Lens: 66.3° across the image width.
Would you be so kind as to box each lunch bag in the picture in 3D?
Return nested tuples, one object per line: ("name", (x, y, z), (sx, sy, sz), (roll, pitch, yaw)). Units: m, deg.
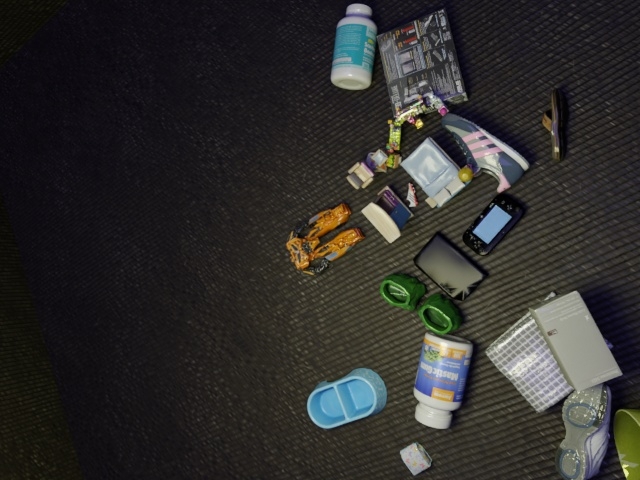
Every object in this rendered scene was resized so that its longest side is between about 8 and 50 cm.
("lunch bag", (0.311, 0.708, 1.600), (0.071, 0.053, 0.083), (-42, 81, 19))

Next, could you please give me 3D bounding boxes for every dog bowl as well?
("dog bowl", (0.083, 0.555, 1.702), (0.297, 0.074, 0.166), (-26, 76, 21))

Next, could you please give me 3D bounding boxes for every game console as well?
("game console", (0.483, 0.003, 1.565), (0.213, 0.044, 0.361), (43, 104, 20))

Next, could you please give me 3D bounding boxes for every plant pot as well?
("plant pot", (0.950, 0.546, 1.222), (0.294, 0.275, 0.274), (-11, 82, 8))

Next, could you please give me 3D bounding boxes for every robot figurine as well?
("robot figurine", (0.000, 0.000, 1.765), (0.291, 0.085, 0.211), (-33, 74, 20))

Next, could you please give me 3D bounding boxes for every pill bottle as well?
("pill bottle", (0.121, -0.676, 1.714), (0.146, 0.146, 0.264), (7, 91, 25))
("pill bottle", (0.376, 0.434, 1.531), (0.152, 0.152, 0.272), (11, 91, 25))

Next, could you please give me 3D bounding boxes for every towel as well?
("towel", (0.661, 0.324, 1.423), (0.283, 0.121, 0.235), (-46, 71, 16))

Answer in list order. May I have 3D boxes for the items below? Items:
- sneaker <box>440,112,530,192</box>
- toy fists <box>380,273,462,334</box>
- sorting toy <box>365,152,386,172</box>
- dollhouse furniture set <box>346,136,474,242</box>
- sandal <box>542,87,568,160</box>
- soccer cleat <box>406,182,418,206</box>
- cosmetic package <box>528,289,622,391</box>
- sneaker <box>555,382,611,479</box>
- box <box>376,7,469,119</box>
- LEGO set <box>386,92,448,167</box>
("sneaker", (0.487, -0.279, 1.542), (0.319, 0.112, 0.131), (41, 101, 22))
("toy fists", (0.324, 0.200, 1.577), (0.279, 0.142, 0.096), (32, 117, 23))
("sorting toy", (0.189, -0.277, 1.724), (0.083, 0.045, 0.075), (-2, 67, 25))
("dollhouse furniture set", (0.272, -0.197, 1.520), (0.286, 0.198, 0.303), (48, 120, -2))
("sandal", (0.702, -0.347, 1.475), (0.060, 0.090, 0.219), (2, 95, 47))
("soccer cleat", (0.307, -0.154, 1.664), (0.036, 0.029, 0.083), (-16, 85, 19))
("cosmetic package", (0.674, 0.264, 1.306), (0.127, 0.107, 0.238), (-29, 80, 10))
("sneaker", (0.749, 0.530, 1.370), (0.111, 0.129, 0.297), (28, 111, 58))
("box", (0.340, -0.582, 1.646), (0.242, 0.076, 0.307), (-15, 81, 23))
("LEGO set", (0.275, -0.359, 1.595), (0.132, 0.107, 0.287), (38, 121, -4))
